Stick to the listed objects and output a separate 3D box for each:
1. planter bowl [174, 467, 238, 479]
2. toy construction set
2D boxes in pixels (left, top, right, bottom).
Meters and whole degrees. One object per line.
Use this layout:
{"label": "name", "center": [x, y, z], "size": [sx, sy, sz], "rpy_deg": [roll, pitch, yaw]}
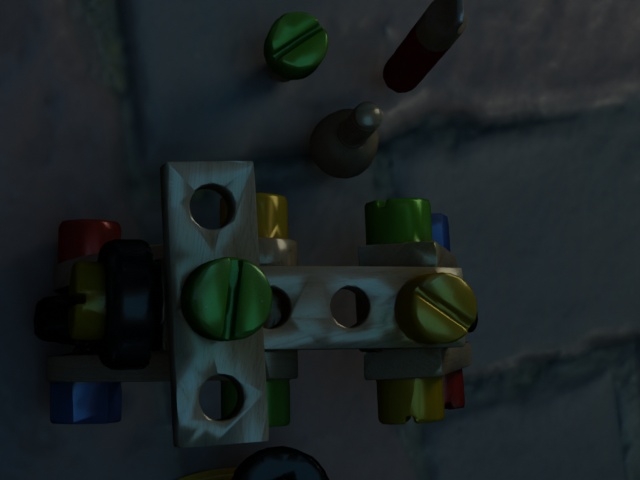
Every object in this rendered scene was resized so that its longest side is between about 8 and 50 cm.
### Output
{"label": "planter bowl", "center": [-0.040, 0.247, 0.748], "size": [0.217, 0.090, 0.217], "rpy_deg": [-1, 92, -25]}
{"label": "toy construction set", "center": [0.000, 0.000, 0.656], "size": [0.257, 0.237, 0.308], "rpy_deg": [24, 77, -6]}
